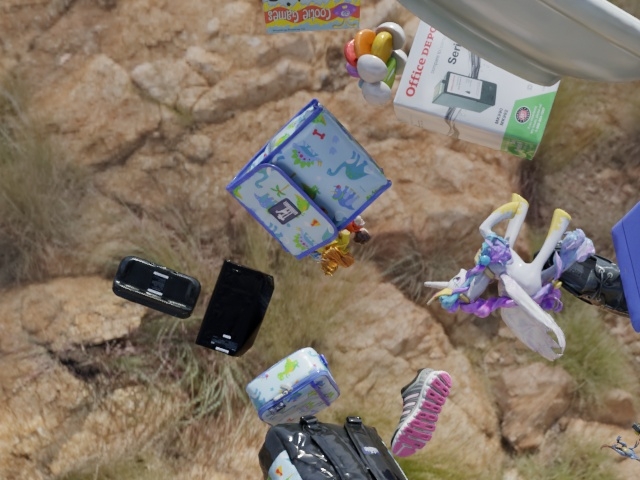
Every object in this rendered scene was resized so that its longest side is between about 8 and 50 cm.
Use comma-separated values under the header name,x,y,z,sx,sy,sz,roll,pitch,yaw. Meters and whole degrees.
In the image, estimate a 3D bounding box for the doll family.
name,x,y,z,sx,sy,sz,roll,pitch,yaw
doll family,0.000,0.000,1.671,0.118,0.263,0.163,-44,103,-25

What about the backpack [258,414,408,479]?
name,x,y,z,sx,sy,sz,roll,pitch,yaw
backpack,0.062,0.521,1.403,0.290,0.273,0.355,11,14,-39

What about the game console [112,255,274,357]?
name,x,y,z,sx,sy,sz,roll,pitch,yaw
game console,-0.303,0.125,1.793,0.361,0.044,0.213,20,91,-5

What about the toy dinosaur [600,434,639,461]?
name,x,y,z,sx,sy,sz,roll,pitch,yaw
toy dinosaur,0.716,0.488,1.769,0.082,0.090,0.047,40,62,-13

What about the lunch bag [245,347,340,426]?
name,x,y,z,sx,sy,sz,roll,pitch,yaw
lunch bag,-0.052,0.317,1.603,0.176,0.219,0.090,-32,63,-6

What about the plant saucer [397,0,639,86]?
name,x,y,z,sx,sy,sz,roll,pitch,yaw
plant saucer,0.178,-0.257,0.788,0.401,0.100,0.400,26,25,-13

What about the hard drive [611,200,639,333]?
name,x,y,z,sx,sy,sz,roll,pitch,yaw
hard drive,0.544,-0.032,1.087,0.040,0.318,0.210,17,48,-12

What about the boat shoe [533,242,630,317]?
name,x,y,z,sx,sy,sz,roll,pitch,yaw
boat shoe,0.665,0.096,1.864,0.113,0.127,0.340,1,28,-39

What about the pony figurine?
name,x,y,z,sx,sy,sz,roll,pitch,yaw
pony figurine,0.474,0.096,1.802,0.351,0.303,0.363,38,80,20

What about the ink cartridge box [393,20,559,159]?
name,x,y,z,sx,sy,sz,roll,pitch,yaw
ink cartridge box,0.307,-0.305,1.480,0.289,0.121,0.211,18,86,11

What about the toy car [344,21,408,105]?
name,x,y,z,sx,sy,sz,roll,pitch,yaw
toy car,0.122,-0.424,1.815,0.136,0.182,0.159,17,62,23

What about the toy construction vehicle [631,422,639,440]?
name,x,y,z,sx,sy,sz,roll,pitch,yaw
toy construction vehicle,0.488,0.248,1.098,0.098,0.085,0.035,5,32,-43

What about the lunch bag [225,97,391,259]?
name,x,y,z,sx,sy,sz,roll,pitch,yaw
lunch bag,-0.016,-0.067,0.894,0.129,0.151,0.096,46,11,-16

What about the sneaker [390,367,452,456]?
name,x,y,z,sx,sy,sz,roll,pitch,yaw
sneaker,0.169,0.298,1.346,0.063,0.075,0.170,25,92,-24

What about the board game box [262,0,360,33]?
name,x,y,z,sx,sy,sz,roll,pitch,yaw
board game box,-0.018,-0.438,1.042,0.144,0.275,0.142,-4,58,-1
